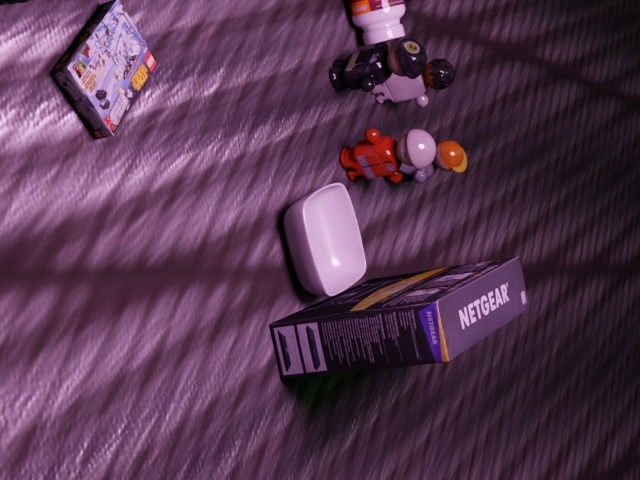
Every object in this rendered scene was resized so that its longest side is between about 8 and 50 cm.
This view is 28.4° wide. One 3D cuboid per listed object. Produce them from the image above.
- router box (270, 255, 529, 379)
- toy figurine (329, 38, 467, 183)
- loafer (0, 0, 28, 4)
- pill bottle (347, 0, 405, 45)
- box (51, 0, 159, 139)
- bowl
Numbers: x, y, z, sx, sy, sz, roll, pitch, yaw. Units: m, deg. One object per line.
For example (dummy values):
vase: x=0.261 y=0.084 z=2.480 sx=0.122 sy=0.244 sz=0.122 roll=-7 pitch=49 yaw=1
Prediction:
router box: x=0.115 y=0.101 z=1.705 sx=0.309 sy=0.243 sz=0.081 roll=-20 pitch=98 yaw=-60
toy figurine: x=0.128 y=-0.191 z=1.912 sx=0.209 sy=0.148 sz=0.213 roll=5 pitch=77 yaw=-60
loafer: x=-0.238 y=-0.328 z=1.319 sx=0.366 sy=0.134 sz=0.130 roll=-25 pitch=104 yaw=-60
pill bottle: x=0.082 y=-0.382 z=1.953 sx=0.086 sy=0.086 sz=0.152 roll=-27 pitch=105 yaw=-60
box: x=-0.235 y=-0.189 z=1.393 sx=0.094 sy=0.027 sz=0.137 roll=59 pitch=36 yaw=-31
bowl: x=0.000 y=0.000 z=1.726 sx=0.142 sy=0.053 sz=0.142 roll=-31 pitch=109 yaw=-59
